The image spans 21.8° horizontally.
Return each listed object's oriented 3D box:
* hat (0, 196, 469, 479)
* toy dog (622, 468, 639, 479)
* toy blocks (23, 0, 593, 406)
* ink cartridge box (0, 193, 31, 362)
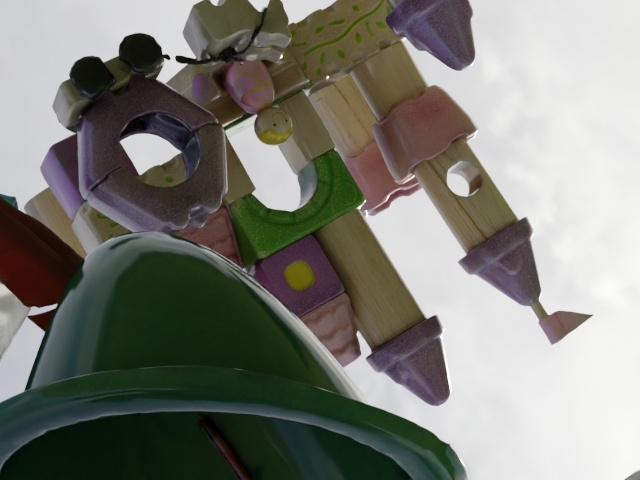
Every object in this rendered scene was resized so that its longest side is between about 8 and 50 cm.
[{"bbox_3d":[-0.050,0.013,0.620,0.208,0.173,0.183,15,-126,-20],"label":"hat"},{"bbox_3d":[0.027,0.291,0.470,0.395,0.408,0.284,45,-128,-4],"label":"toy dog"},{"bbox_3d":[0.000,0.000,1.030,0.288,0.309,0.260,-29,-96,-20],"label":"toy blocks"},{"bbox_3d":[-0.220,0.047,0.852,0.090,0.092,0.143,15,-132,9],"label":"ink cartridge box"}]
